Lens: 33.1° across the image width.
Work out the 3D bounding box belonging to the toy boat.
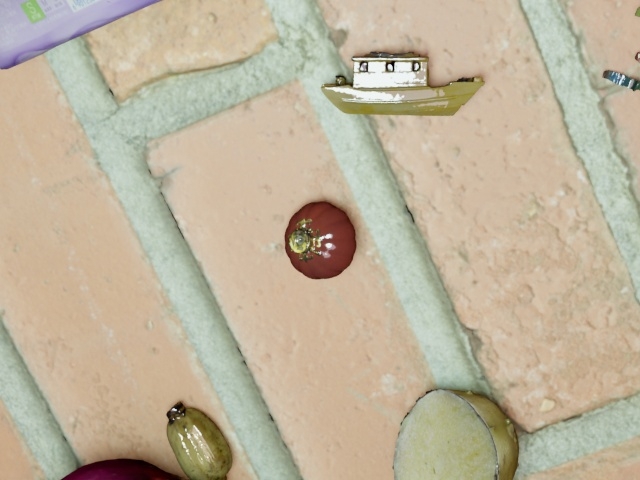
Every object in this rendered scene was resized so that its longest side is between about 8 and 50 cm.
[{"bbox_3d":[0.101,-0.194,1.328,0.200,0.057,0.077,2,101,3],"label":"toy boat"}]

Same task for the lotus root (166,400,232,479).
[{"bbox_3d":[-0.164,0.289,1.485,0.072,0.063,0.152,-27,98,-17],"label":"lotus root"}]

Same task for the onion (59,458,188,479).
[{"bbox_3d":[-0.258,0.479,1.373,0.347,0.348,0.385,37,69,-7],"label":"onion"}]

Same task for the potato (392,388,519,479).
[{"bbox_3d":[0.199,0.291,1.437,0.117,0.182,0.202,-5,122,-40],"label":"potato"}]

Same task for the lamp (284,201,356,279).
[{"bbox_3d":[0.000,0.000,1.375,0.101,0.090,0.101,1,92,37],"label":"lamp"}]

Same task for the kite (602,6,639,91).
[{"bbox_3d":[0.514,-0.202,1.321,0.309,0.015,0.169,23,107,-6],"label":"kite"}]

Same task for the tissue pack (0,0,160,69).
[{"bbox_3d":[-0.285,-0.350,1.181,0.338,0.160,0.242,-8,115,43],"label":"tissue pack"}]
